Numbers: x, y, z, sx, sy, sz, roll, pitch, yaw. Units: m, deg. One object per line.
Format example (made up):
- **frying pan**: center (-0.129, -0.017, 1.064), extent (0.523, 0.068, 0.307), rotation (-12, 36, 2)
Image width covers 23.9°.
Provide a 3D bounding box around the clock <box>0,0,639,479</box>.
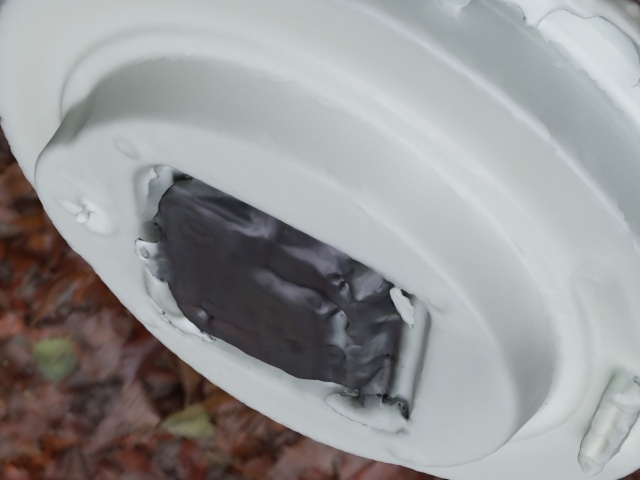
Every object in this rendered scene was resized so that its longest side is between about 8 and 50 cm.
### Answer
- **clock**: center (0.000, 0.000, 0.390), extent (0.236, 0.053, 0.236), rotation (24, 152, 14)
